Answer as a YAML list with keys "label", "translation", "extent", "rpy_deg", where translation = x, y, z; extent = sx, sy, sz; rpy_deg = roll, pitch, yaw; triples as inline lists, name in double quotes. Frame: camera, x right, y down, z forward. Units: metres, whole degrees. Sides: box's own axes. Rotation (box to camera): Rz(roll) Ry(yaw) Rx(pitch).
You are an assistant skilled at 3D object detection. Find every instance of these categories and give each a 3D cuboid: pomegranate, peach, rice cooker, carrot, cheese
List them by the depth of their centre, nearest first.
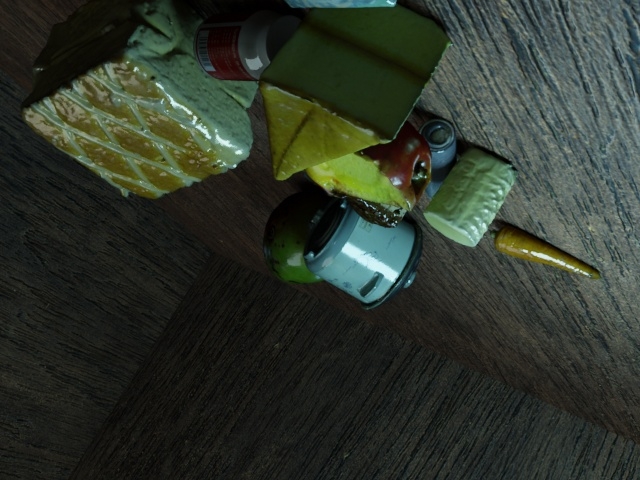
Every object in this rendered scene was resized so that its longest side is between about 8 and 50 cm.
- label: "peach"
  translation: [0.084, -0.167, 1.576]
  extent: [0.267, 0.154, 0.158]
  rpy_deg: [13, 139, 48]
- label: "cheese"
  translation: [0.287, -0.084, 1.625]
  extent: [0.123, 0.167, 0.094]
  rpy_deg: [31, 172, 14]
- label: "carrot"
  translation: [0.491, 0.032, 1.859]
  extent: [0.257, 0.061, 0.061]
  rpy_deg: [24, 166, 15]
- label: "rice cooker"
  translation: [0.120, 0.027, 2.211]
  extent: [0.317, 0.316, 0.264]
  rpy_deg: [34, 123, -12]
- label: "pomegranate"
  translation: [-0.015, 0.018, 2.482]
  extent: [0.323, 0.290, 0.291]
  rpy_deg: [39, 166, -30]

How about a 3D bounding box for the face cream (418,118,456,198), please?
- label: "face cream"
  translation: [0.238, -0.149, 1.703]
  extent: [0.073, 0.073, 0.283]
  rpy_deg: [27, 167, 18]

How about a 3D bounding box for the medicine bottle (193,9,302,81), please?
- label: "medicine bottle"
  translation: [-0.130, -0.365, 1.597]
  extent: [0.250, 0.131, 0.131]
  rpy_deg: [16, 160, 50]

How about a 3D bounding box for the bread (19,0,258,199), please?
- label: "bread"
  translation: [-0.381, -0.311, 1.828]
  extent: [0.371, 0.279, 0.390]
  rpy_deg: [-16, 138, 36]

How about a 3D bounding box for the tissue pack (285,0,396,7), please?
- label: "tissue pack"
  translation: [-0.037, -0.442, 1.105]
  extent: [0.228, 0.128, 0.311]
  rpy_deg: [18, 163, 47]

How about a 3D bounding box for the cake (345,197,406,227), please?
- label: "cake"
  translation: [0.092, -0.138, 2.002]
  extent: [0.246, 0.112, 0.135]
  rpy_deg: [37, 169, -23]

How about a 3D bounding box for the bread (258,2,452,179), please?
- label: "bread"
  translation: [0.042, -0.218, 1.431]
  extent: [0.245, 0.233, 0.361]
  rpy_deg: [27, 159, 9]

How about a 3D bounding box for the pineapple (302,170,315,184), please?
- label: "pineapple"
  translation: [-0.011, -0.192, 2.070]
  extent: [0.119, 0.111, 0.237]
  rpy_deg: [59, -172, 29]
